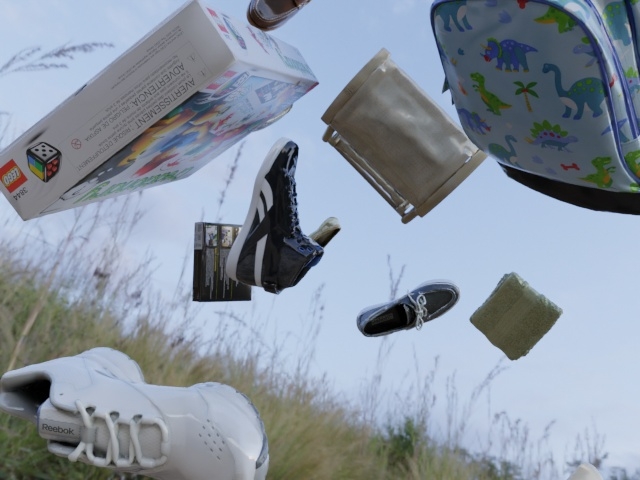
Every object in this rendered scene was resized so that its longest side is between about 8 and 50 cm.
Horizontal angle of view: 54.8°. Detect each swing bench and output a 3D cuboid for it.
[{"bbox_3d":[0.141,-0.177,1.137,0.253,0.165,0.255,45,0,2],"label":"swing bench"}]

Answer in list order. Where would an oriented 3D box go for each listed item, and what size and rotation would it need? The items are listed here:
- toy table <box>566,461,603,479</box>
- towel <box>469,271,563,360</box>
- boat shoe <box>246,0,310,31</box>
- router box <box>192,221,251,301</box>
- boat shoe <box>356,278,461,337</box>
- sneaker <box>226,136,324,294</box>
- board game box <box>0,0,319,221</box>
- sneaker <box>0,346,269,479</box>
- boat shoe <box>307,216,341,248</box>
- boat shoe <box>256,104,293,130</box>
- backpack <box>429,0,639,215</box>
[{"bbox_3d":[0.242,0.368,0.603,0.161,0.274,0.252,41,-29,29],"label":"toy table"},{"bbox_3d":[0.306,0.124,0.980,0.110,0.027,0.148,40,-41,15],"label":"towel"},{"bbox_3d":[-0.046,-0.440,1.075,0.073,0.207,0.073,48,-29,-14],"label":"boat shoe"},{"bbox_3d":[-0.221,0.050,1.404,0.133,0.179,0.046,4,-3,-37],"label":"router box"},{"bbox_3d":[0.248,0.190,1.697,0.306,0.113,0.105,-14,7,-3],"label":"boat shoe"},{"bbox_3d":[-0.040,-0.029,0.875,0.121,0.217,0.079,20,0,15],"label":"sneaker"},{"bbox_3d":[-0.117,-0.112,0.549,0.193,0.305,0.053,-32,-86,15],"label":"board game box"},{"bbox_3d":[-0.181,0.178,0.576,0.297,0.111,0.129,6,-2,31],"label":"sneaker"},{"bbox_3d":[0.002,0.000,1.761,0.056,0.048,0.153,29,-65,-38],"label":"boat shoe"},{"bbox_3d":[-0.165,-0.284,1.345,0.091,0.305,0.109,11,-67,44],"label":"boat shoe"},{"bbox_3d":[0.275,-0.208,0.695,0.290,0.273,0.355,33,-34,47],"label":"backpack"}]
